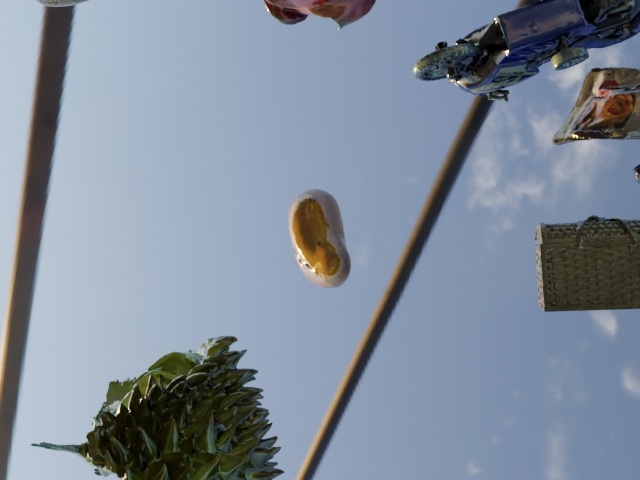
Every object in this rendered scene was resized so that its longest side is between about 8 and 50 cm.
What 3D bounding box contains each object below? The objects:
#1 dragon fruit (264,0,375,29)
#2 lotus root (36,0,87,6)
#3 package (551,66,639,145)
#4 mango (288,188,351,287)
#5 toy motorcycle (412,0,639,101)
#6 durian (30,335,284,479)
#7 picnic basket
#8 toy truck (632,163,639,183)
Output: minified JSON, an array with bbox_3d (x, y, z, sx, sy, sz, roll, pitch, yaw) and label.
[{"bbox_3d":[-0.025,-0.311,0.769,0.200,0.269,0.198,-27,-105,26],"label":"dragon fruit"},{"bbox_3d":[-0.206,-0.282,0.775,0.179,0.089,0.080,-27,-109,17],"label":"lotus root"},{"bbox_3d":[0.480,-0.210,1.287,0.239,0.030,0.154,11,-115,55],"label":"package"},{"bbox_3d":[-0.006,0.000,1.806,0.294,0.120,0.177,-101,-174,-55],"label":"mango"},{"bbox_3d":[0.263,-0.245,1.019,0.316,0.169,0.113,-18,-97,4],"label":"toy motorcycle"},{"bbox_3d":[-0.125,0.177,0.745,0.170,0.355,0.157,-14,-92,-8],"label":"durian"},{"bbox_3d":[0.454,0.034,1.355,0.196,0.134,0.154,-4,-92,12],"label":"picnic basket"},{"bbox_3d":[0.376,-0.071,0.855,0.090,0.073,0.056,-33,-85,14],"label":"toy truck"}]
